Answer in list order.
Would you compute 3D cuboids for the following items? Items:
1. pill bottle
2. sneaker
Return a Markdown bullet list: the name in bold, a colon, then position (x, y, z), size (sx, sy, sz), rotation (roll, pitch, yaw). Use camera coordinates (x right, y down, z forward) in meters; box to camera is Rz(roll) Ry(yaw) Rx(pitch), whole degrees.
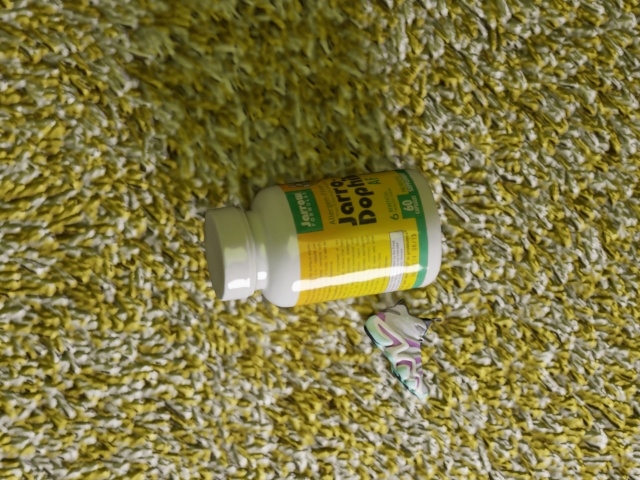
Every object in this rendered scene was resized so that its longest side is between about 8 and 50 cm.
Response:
- **pill bottle**: position (0.000, 0.000, 1.802), size (0.208, 0.117, 0.118), rotation (-8, 98, -14)
- **sneaker**: position (0.095, 0.102, 1.880), size (0.069, 0.038, 0.098), rotation (-36, 104, -8)
